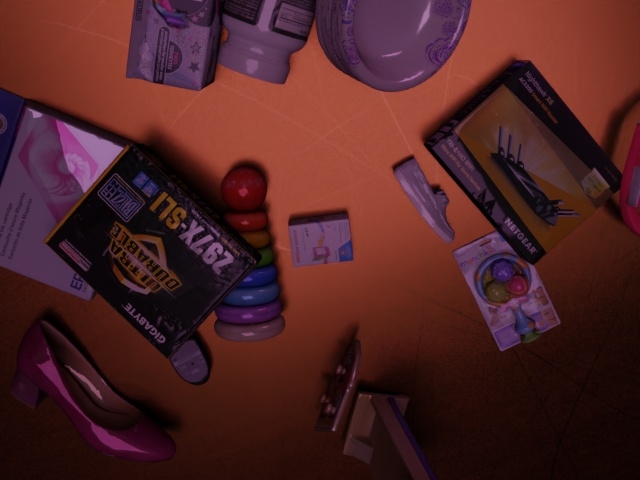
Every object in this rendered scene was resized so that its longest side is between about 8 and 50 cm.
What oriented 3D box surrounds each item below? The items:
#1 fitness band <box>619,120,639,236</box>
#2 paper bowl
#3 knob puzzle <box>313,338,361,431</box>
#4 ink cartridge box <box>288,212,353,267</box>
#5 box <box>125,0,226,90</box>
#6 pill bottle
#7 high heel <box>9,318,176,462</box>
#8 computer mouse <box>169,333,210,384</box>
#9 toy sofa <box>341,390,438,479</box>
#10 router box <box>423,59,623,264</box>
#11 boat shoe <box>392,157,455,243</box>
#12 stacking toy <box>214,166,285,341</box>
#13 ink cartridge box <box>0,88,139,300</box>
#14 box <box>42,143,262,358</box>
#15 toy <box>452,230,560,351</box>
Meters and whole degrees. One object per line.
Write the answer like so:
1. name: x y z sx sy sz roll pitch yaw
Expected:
1. fitness band: 0.667 -0.137 1.671 0.209 0.054 0.291 2 107 -29
2. paper bowl: 0.115 -0.415 1.543 0.284 0.148 0.284 -18 125 -28
3. knob puzzle: 0.033 0.285 1.765 0.030 0.213 0.213 23 104 -6
4. ink cartridge box: 0.000 0.000 1.746 0.122 0.052 0.088 -7 106 3
5. box: -0.247 -0.404 1.573 0.142 0.163 0.247 10 106 -1
6. pill bottle: -0.082 -0.430 1.568 0.162 0.162 0.278 18 105 -5
7. high heel: -0.447 0.311 1.790 0.377 0.127 0.181 24 115 -3
8. computer mouse: -0.294 0.187 1.812 0.071 0.041 0.242 -24 98 -2
9. toy sofa: 0.175 0.442 1.710 0.177 0.362 0.150 9 106 -14
10. router box: 0.388 -0.147 1.677 0.243 0.081 0.309 -43 102 3
11. boat shoe: 0.216 -0.079 1.724 0.063 0.066 0.184 -35 93 10
12. stacking toy: -0.145 0.023 1.717 0.141 0.141 0.330 -2 102 1
13. ink cartridge box: -0.541 -0.088 1.714 0.330 0.071 0.324 21 105 -7
14. box: -0.309 0.018 1.643 0.322 0.079 0.257 44 98 0
15. toy: 0.379 0.101 1.774 0.137 0.056 0.237 -26 104 6
